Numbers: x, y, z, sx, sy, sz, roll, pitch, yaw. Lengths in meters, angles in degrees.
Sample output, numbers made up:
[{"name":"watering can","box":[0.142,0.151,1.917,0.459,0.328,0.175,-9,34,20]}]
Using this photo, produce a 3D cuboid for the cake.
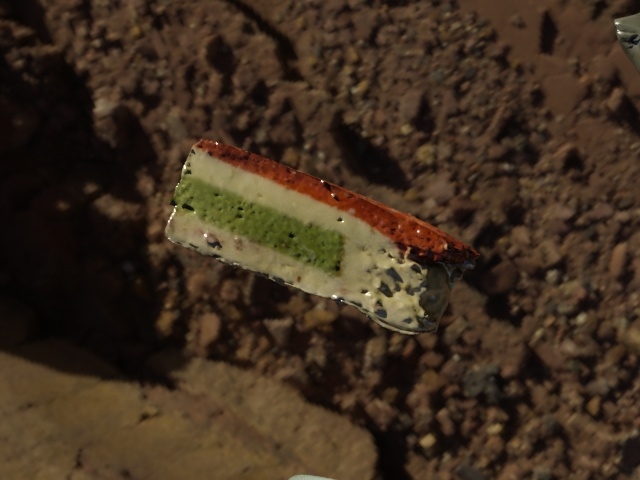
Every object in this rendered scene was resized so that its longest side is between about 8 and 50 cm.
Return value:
[{"name":"cake","box":[0.010,0.003,0.943,0.117,0.220,0.086,15,84,65]}]

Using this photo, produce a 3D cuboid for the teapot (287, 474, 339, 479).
[{"name":"teapot","box":[0.016,0.306,0.969,0.203,0.225,0.171,-1,151,45]}]

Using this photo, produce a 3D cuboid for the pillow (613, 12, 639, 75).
[{"name":"pillow","box":[0.336,-0.034,0.772,0.101,0.228,0.326,-45,72,35]}]
